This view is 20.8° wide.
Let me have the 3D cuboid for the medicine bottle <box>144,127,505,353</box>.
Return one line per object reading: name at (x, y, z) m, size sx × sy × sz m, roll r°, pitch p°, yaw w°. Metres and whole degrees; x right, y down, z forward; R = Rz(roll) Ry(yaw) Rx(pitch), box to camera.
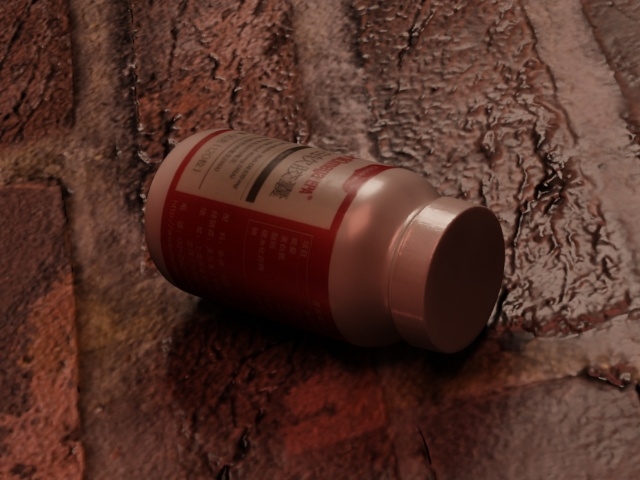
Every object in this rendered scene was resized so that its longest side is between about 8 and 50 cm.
medicine bottle at (0.000, 0.000, 1.260) m, size 0.250 × 0.131 × 0.131 m, roll 14°, pitch 53°, yaw 35°
